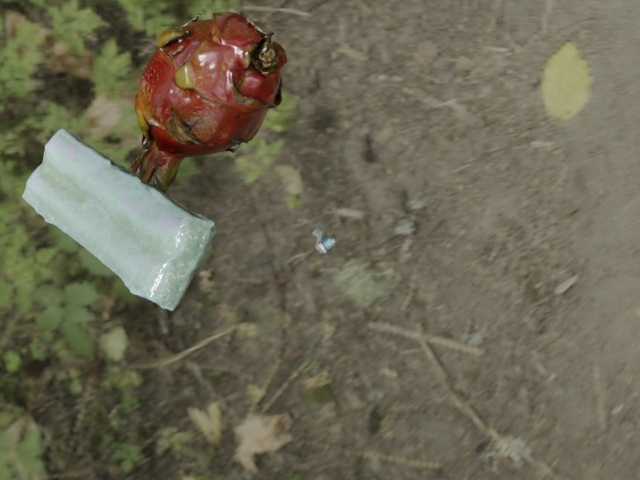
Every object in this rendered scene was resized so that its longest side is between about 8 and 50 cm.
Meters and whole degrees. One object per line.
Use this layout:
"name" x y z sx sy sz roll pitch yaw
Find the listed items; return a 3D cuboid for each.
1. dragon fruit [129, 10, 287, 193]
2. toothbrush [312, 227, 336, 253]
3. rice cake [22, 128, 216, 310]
"dragon fruit" -0.128 -0.114 1.397 0.125 0.125 0.246 20 116 -26
"toothbrush" 0.000 0.000 1.247 0.017 0.162 0.014 -33 95 -2
"rice cake" -0.177 -0.023 1.264 0.226 0.040 0.085 33 101 42
